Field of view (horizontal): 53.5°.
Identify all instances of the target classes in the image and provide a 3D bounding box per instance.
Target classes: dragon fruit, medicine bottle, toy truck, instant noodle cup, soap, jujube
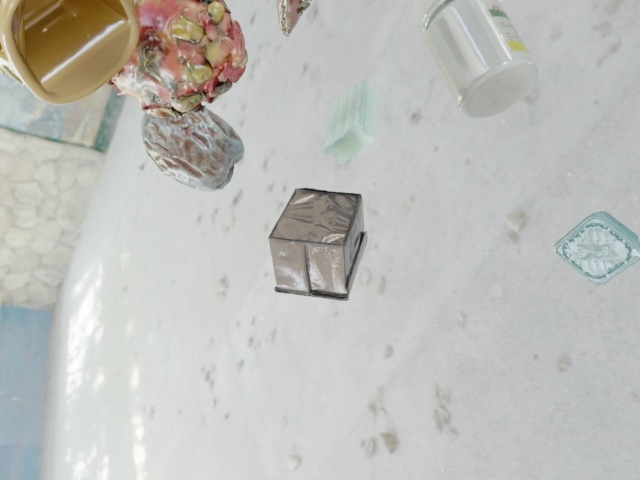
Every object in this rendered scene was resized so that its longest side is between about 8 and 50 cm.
[{"bbox_3d":[-0.276,-0.381,1.229,0.291,0.269,0.250,-2,58,43],"label":"dragon fruit"},{"bbox_3d":[0.375,-0.496,1.581,0.208,0.208,0.340,-44,57,44],"label":"medicine bottle"},{"bbox_3d":[-0.406,-0.337,0.926,0.204,0.211,0.288,-44,-15,-17],"label":"toy truck"},{"bbox_3d":[0.681,0.010,1.547,0.070,0.157,0.179,-47,-6,-37],"label":"instant noodle cup"},{"bbox_3d":[0.076,-0.285,1.514,0.119,0.066,0.198,-30,34,33],"label":"soap"},{"bbox_3d":[-0.374,-0.289,1.845,0.215,0.307,0.246,-61,-4,33],"label":"jujube"}]

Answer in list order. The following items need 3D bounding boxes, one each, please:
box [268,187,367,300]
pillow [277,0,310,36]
[{"bbox_3d":[0.000,0.000,1.478,0.252,0.188,0.153,-63,-26,-53],"label":"box"},{"bbox_3d":[-0.051,-0.594,1.484,0.171,0.075,0.179,104,-178,-70],"label":"pillow"}]
